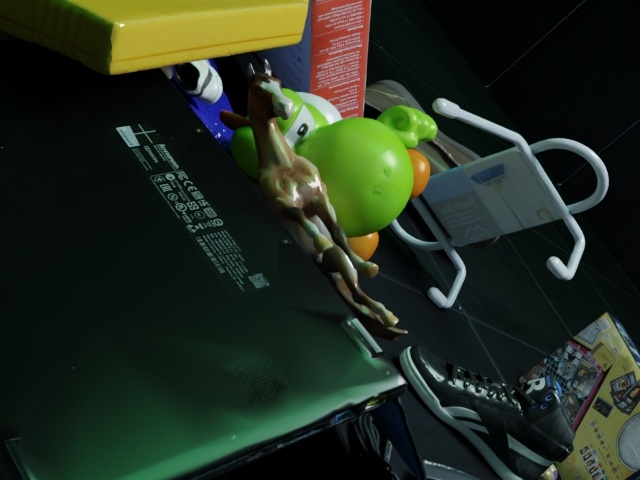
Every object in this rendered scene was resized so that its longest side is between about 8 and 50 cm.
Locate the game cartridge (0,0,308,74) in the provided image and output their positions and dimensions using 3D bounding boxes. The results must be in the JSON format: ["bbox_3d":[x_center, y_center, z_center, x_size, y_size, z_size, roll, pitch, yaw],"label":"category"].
[{"bbox_3d":[-0.202,-0.221,0.814,0.323,0.053,0.285,27,27,22],"label":"game cartridge"}]

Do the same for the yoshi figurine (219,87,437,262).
[{"bbox_3d":[0.031,-0.052,1.003,0.362,0.203,0.204,23,57,-72],"label":"yoshi figurine"}]

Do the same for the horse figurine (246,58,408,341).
[{"bbox_3d":[0.000,0.000,0.808,0.174,0.066,0.263,54,-7,38],"label":"horse figurine"}]

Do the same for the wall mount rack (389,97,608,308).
[{"bbox_3d":[0.175,-0.061,1.270,0.304,0.350,0.130,52,47,-20],"label":"wall mount rack"}]

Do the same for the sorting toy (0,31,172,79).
[{"bbox_3d":[-0.252,-0.212,0.913,0.208,0.038,0.193,5,40,-23],"label":"sorting toy"}]

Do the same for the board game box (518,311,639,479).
[{"bbox_3d":[0.372,0.230,1.300,0.042,0.165,0.243,37,23,-30],"label":"board game box"}]

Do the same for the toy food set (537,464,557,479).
[{"bbox_3d":[0.267,0.265,1.224,0.078,0.019,0.122,39,21,-25],"label":"toy food set"}]

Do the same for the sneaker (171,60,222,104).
[{"bbox_3d":[-0.136,-0.187,0.974,0.109,0.040,0.043,58,18,14],"label":"sneaker"}]

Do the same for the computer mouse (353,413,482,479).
[{"bbox_3d":[0.137,0.268,0.885,0.262,0.060,0.184,42,20,-16],"label":"computer mouse"}]

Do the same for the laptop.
[{"bbox_3d":[-0.128,0.049,0.737,0.407,0.236,0.382,-16,54,-37],"label":"laptop"}]

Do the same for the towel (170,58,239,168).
[{"bbox_3d":[-0.179,-0.201,1.073,0.227,0.076,0.308,30,27,-40],"label":"towel"}]

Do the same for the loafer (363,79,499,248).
[{"bbox_3d":[0.150,-0.117,1.581,0.130,0.134,0.366,-11,48,-41],"label":"loafer"}]

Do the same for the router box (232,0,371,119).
[{"bbox_3d":[-0.056,-0.337,1.241,0.335,0.082,0.301,53,-26,37],"label":"router box"}]

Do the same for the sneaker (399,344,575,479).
[{"bbox_3d":[0.201,0.171,1.110,0.217,0.121,0.079,45,19,-10],"label":"sneaker"}]
